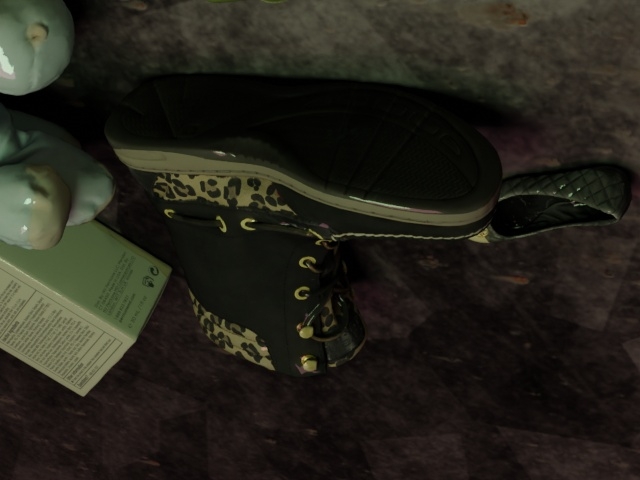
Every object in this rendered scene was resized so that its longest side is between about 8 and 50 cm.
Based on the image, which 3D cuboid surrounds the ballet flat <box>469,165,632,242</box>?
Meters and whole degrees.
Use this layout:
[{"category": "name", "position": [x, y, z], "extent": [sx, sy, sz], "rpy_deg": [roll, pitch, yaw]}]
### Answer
[{"category": "ballet flat", "position": [0.194, -0.027, 1.339], "extent": [0.173, 0.049, 0.057], "rpy_deg": [-15, 126, 38]}]

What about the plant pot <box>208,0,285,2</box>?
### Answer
[{"category": "plant pot", "position": [-0.067, -0.227, 1.230], "extent": [0.079, 0.083, 0.083], "rpy_deg": [-7, 133, 49]}]

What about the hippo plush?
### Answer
[{"category": "hippo plush", "position": [-0.331, -0.140, 1.395], "extent": [0.294, 0.234, 0.236], "rpy_deg": [6, 109, -1]}]

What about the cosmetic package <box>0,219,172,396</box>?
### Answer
[{"category": "cosmetic package", "position": [-0.334, 0.021, 1.605], "extent": [0.309, 0.113, 0.160], "rpy_deg": [34, 139, -12]}]

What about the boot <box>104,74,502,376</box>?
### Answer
[{"category": "boot", "position": [0.000, 0.000, 1.395], "extent": [0.377, 0.138, 0.284], "rpy_deg": [9, 138, 23]}]
